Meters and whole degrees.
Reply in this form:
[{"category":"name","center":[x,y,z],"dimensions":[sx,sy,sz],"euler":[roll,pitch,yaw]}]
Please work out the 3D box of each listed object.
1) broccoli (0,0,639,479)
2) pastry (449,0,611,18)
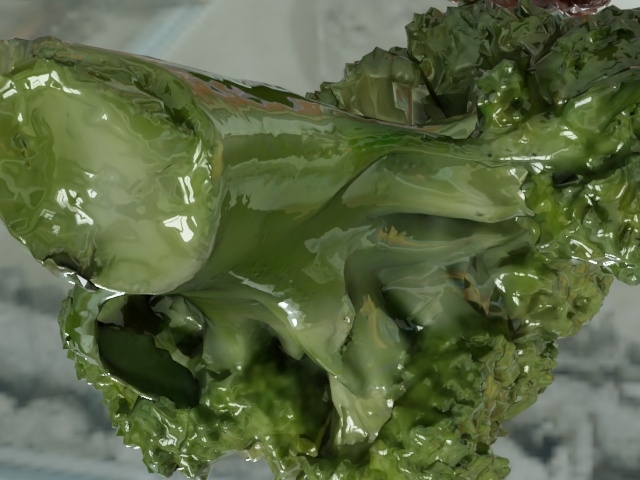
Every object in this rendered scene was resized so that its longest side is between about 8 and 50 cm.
[{"category":"broccoli","center":[0.028,0.013,0.667],"dimensions":[0.254,0.186,0.302],"euler":[-14,180,-3]},{"category":"pastry","center":[0.092,-0.210,0.969],"dimensions":[0.097,0.209,0.115],"euler":[-17,175,34]}]
